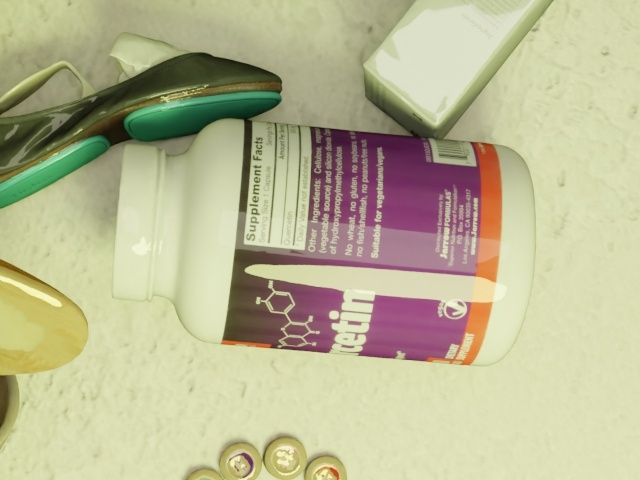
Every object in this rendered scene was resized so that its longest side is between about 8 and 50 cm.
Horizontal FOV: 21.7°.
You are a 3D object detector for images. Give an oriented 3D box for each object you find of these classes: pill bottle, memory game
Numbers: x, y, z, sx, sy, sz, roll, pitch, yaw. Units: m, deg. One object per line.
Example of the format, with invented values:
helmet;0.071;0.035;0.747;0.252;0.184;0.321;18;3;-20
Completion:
pill bottle;0.000;0.000;1.336;0.322;0.181;0.182;5;89;-5
memory game;-0.041;0.258;1.415;0.186;0.012;0.186;0;89;-5

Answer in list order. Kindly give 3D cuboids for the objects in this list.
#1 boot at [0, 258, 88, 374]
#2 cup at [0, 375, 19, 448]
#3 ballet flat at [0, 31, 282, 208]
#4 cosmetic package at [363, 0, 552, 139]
boot;-0.317;-0.009;1.300;0.295;0.211;0.104;14;119;-11
cup;-0.421;0.168;1.256;0.331;0.331;0.237;23;112;-5
ballet flat;-0.174;-0.113;1.368;0.280;0.095;0.096;-20;80;-5
cosmetic package;0.134;-0.195;1.378;0.085;0.117;0.231;40;85;7
